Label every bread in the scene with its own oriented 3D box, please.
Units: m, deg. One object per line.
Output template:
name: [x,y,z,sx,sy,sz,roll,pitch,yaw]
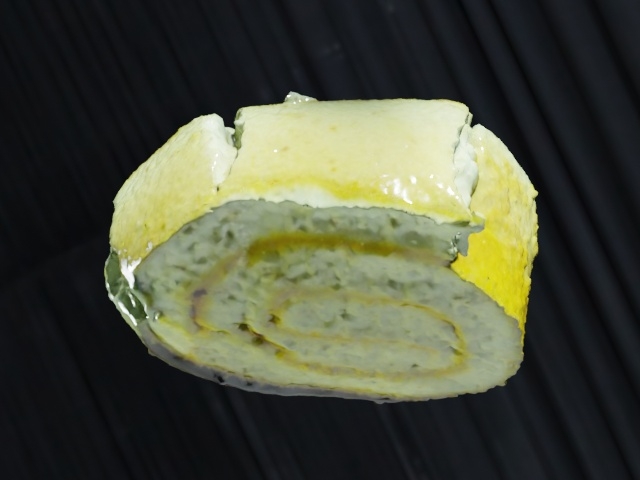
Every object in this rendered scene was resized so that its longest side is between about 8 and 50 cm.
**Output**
bread: [0.000,0.000,1.019,0.257,0.124,0.186,3,-41,1]
